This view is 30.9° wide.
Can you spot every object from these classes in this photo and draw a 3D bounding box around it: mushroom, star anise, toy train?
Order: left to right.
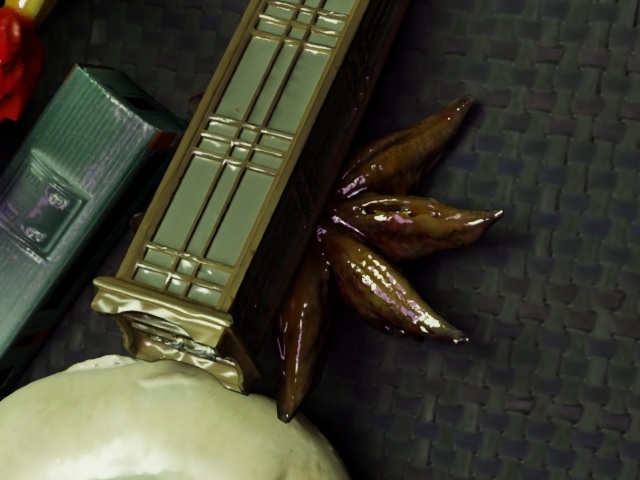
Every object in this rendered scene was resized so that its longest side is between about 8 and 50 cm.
[{"bbox_3d":[-0.253,0.053,0.873,0.086,0.089,0.409,40,102,9],"label":"toy train"},{"bbox_3d":[-0.129,0.251,0.723,0.315,0.356,0.315,13,132,15],"label":"mushroom"},{"bbox_3d":[0.000,0.000,0.781,0.272,0.102,0.271,-5,64,11],"label":"star anise"}]

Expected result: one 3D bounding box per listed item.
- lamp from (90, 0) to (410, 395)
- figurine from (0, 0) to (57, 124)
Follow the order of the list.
[{"bbox_3d":[-0.025,-0.074,0.716,0.089,0.090,0.325,17,67,17],"label":"lamp"},{"bbox_3d":[-0.296,-0.155,0.751,0.268,0.401,0.387,33,142,-18],"label":"figurine"}]
